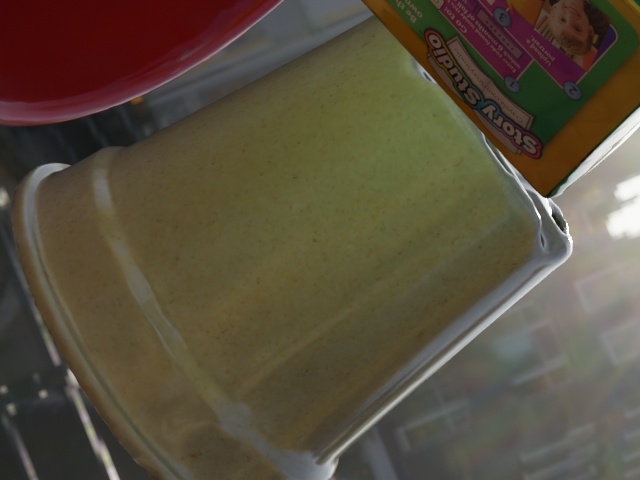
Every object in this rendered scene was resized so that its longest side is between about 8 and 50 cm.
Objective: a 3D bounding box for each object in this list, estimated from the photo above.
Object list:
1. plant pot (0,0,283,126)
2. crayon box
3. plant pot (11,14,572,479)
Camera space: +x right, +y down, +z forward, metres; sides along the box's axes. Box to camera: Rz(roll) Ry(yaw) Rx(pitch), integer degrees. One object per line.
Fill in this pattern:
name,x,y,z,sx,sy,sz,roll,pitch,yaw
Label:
plant pot,-0.106,-0.210,0.487,0.243,0.275,0.275,42,-10,17
crayon box,0.079,-0.171,0.797,0.278,0.081,0.165,48,-26,6
plant pot,0.000,0.000,1.145,0.334,0.305,0.334,51,14,-18
